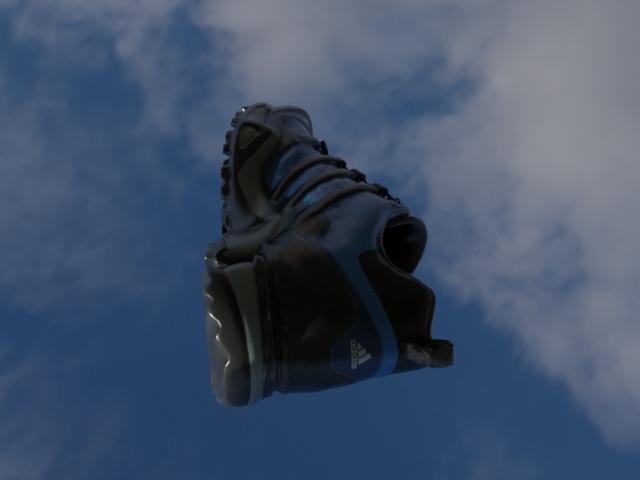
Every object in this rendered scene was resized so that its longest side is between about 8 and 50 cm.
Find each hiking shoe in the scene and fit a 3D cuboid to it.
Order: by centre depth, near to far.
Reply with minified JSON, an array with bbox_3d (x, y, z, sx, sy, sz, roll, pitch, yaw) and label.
[{"bbox_3d":[0.000,0.000,0.593,0.132,0.113,0.304,0,-148,-2],"label":"hiking shoe"}]
